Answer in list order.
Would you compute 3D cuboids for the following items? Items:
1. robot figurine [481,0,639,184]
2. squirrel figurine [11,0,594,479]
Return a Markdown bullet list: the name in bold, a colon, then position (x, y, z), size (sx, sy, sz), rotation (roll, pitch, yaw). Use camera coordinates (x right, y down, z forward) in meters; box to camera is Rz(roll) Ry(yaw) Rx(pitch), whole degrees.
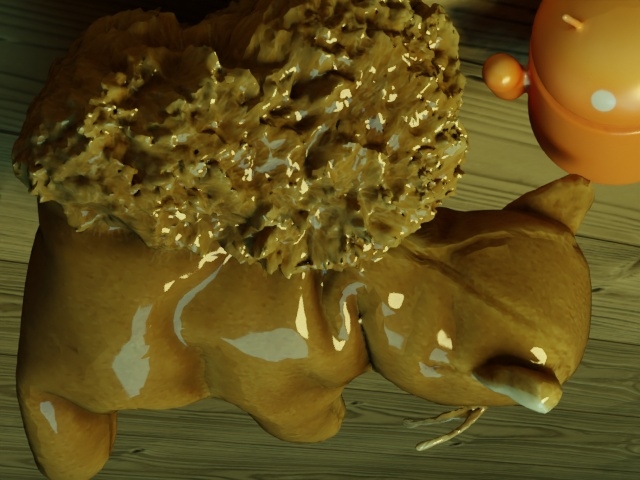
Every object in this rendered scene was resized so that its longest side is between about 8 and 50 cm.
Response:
- **robot figurine**: position (0.205, -0.117, 1.296), size (0.158, 0.128, 0.219), rotation (31, 166, 15)
- **squirrel figurine**: position (0.000, 0.000, 1.254), size (0.370, 0.281, 0.397), rotation (12, 144, 12)
